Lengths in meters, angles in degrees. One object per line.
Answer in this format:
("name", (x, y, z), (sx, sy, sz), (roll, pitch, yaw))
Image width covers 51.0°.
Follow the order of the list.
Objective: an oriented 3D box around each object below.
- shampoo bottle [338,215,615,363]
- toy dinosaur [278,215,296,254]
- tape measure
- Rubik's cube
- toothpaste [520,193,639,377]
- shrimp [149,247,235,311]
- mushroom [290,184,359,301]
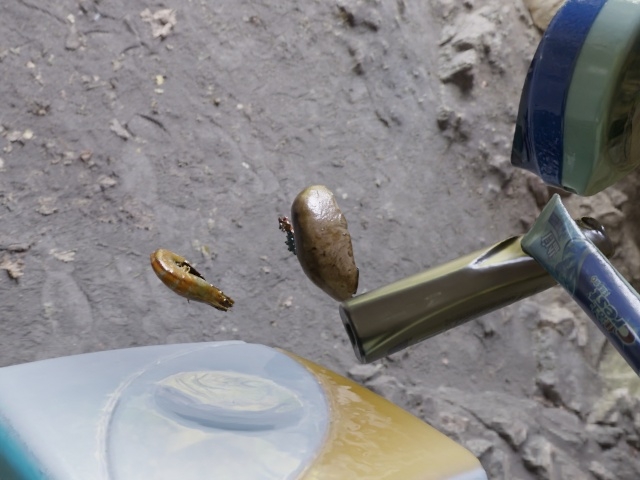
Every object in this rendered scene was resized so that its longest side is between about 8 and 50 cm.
("shampoo bottle", (0.199, 0.057, 0.858), (0.350, 0.125, 0.084), (-21, 76, -4))
("toy dinosaur", (-0.047, 0.009, 1.482), (0.055, 0.049, 0.154), (-32, 102, -7))
("tape measure", (0.384, -0.209, 0.874), (0.259, 0.138, 0.262), (-41, 144, -26))
("Rubik's cube", (-0.101, 0.298, 0.565), (0.347, 0.352, 0.352), (3, 102, -43))
("toothpaste", (0.278, 0.052, 0.658), (0.268, 0.047, 0.069), (-111, -172, -52))
("shrimp", (-0.311, 0.101, 1.625), (0.248, 0.068, 0.150), (41, 17, -26))
("mushroom", (0.001, 0.000, 1.129), (0.094, 0.072, 0.210), (-5, 75, -28))
